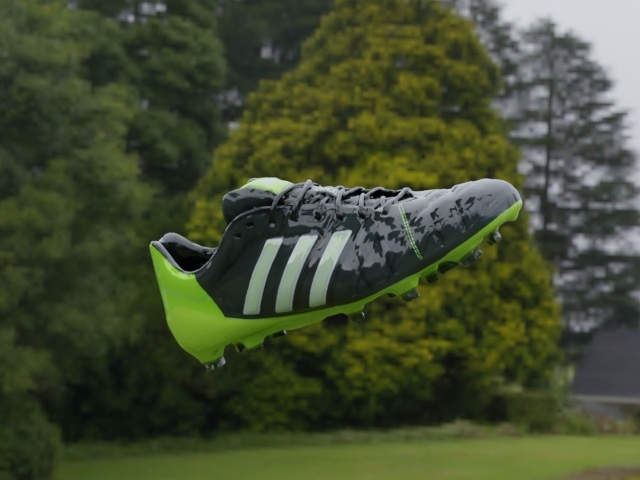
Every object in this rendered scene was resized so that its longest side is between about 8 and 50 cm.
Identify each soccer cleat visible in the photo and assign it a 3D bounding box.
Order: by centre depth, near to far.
[{"bbox_3d":[0.000,0.000,0.639,0.179,0.072,0.060,-22,5,27],"label":"soccer cleat"}]
